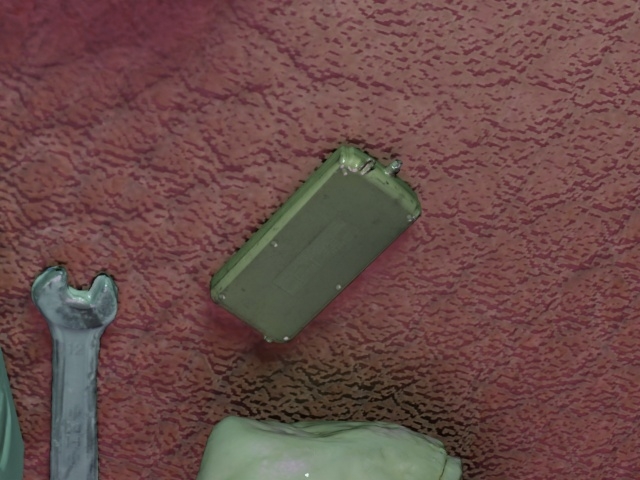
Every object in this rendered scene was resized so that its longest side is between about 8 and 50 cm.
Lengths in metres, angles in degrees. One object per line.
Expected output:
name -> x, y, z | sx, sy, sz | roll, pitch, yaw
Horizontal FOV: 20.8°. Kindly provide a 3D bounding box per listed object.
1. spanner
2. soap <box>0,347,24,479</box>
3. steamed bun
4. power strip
spanner -> -0.182, 0.148, 1.299 | 0.071, 0.017, 0.302 | 3, 121, -7
soap -> -0.267, 0.085, 1.172 | 0.087, 0.160, 0.265 | -8, 121, -1
steamed bun -> 0.033, 0.267, 1.237 | 0.206, 0.275, 0.320 | 2, 139, 17
power strip -> 0.000, 0.000, 1.216 | 0.076, 0.028, 0.169 | 36, 114, -22
